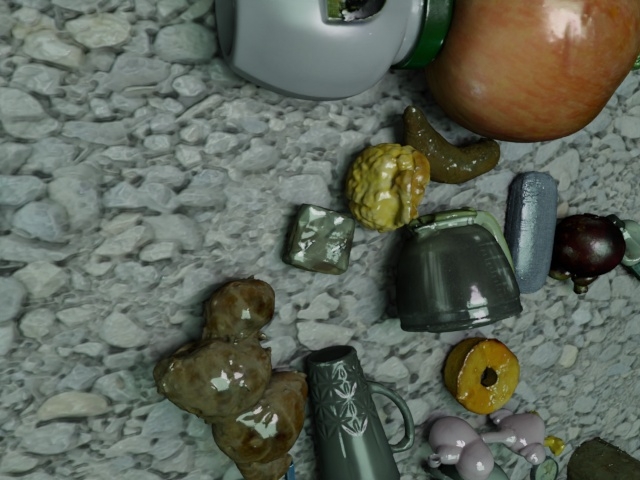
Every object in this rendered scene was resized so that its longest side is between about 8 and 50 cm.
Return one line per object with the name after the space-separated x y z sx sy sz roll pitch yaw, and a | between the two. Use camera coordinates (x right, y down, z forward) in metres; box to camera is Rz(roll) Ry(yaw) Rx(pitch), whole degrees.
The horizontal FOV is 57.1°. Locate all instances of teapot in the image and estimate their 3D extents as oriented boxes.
0.347 0.584 1.320 0.294 0.129 0.193 39 77 -19 | teapot
0.298 0.048 1.177 0.322 0.239 0.239 -8 87 -18 | teapot

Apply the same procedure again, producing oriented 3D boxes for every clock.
0.569 0.589 1.490 0.085 0.017 0.085 -4 99 -24 | clock

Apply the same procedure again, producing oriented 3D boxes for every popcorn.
0.130 -0.098 1.111 0.170 0.180 0.180 27 85 3 | popcorn

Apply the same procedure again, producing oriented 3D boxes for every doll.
0.384 0.446 1.306 0.365 0.160 0.094 -4 125 -28 | doll

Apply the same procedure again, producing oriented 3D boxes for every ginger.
-0.133 0.266 1.041 0.256 0.176 0.375 -34 110 -34 | ginger

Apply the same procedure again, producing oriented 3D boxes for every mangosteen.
0.605 0.025 1.355 0.173 0.172 0.184 27 105 -25 | mangosteen

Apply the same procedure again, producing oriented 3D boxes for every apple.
0.379 -0.362 1.068 0.347 0.391 0.391 20 88 -6 | apple

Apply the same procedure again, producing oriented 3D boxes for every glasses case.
0.477 -0.017 1.337 0.109 0.067 0.282 1 99 -19 | glasses case

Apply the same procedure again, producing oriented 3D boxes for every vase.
0.064 0.360 1.163 0.251 0.156 0.300 -17 98 -19 | vase

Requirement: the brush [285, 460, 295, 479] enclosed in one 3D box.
-0.057 0.519 1.195 0.051 0.014 0.164 -10 100 -24 | brush

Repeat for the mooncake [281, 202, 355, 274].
0.000 0.000 1.116 0.130 0.073 0.125 16 93 -24 | mooncake

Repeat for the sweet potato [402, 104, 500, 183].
0.262 -0.175 1.200 0.310 0.098 0.124 13 105 -33 | sweet potato

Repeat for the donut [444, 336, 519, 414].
0.357 0.298 1.323 0.190 0.075 0.174 18 88 -30 | donut

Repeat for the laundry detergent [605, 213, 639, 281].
0.785 0.012 1.481 0.226 0.070 0.099 38 87 -25 | laundry detergent

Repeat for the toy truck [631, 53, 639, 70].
0.657 -0.484 1.319 0.187 0.148 0.210 -44 95 2 | toy truck

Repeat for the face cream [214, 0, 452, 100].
0.014 -0.394 0.984 0.357 0.219 0.312 -7 95 -21 | face cream

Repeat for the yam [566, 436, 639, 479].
0.779 0.632 1.449 0.168 0.304 0.167 -10 111 -26 | yam
